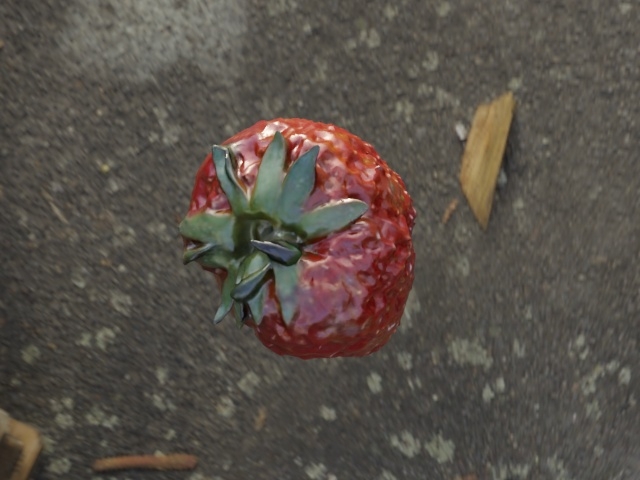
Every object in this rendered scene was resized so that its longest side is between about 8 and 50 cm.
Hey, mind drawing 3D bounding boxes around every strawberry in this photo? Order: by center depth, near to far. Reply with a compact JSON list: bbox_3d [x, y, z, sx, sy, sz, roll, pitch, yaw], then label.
[{"bbox_3d":[0.004,0.000,0.726,0.131,0.148,0.131,-2,87,50],"label":"strawberry"}]
